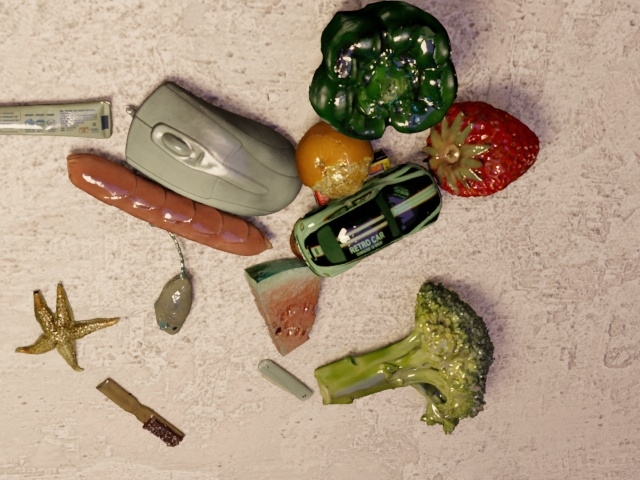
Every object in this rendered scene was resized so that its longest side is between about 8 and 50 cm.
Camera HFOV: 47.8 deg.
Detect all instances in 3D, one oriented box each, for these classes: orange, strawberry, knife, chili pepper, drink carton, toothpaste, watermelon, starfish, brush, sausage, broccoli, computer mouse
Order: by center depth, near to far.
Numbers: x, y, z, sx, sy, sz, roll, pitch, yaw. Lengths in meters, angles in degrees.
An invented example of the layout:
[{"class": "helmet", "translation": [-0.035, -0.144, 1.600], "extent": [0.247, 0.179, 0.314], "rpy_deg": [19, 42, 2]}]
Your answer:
[{"class": "toothpaste", "translation": [-0.507, -0.213, 1.277], "extent": [0.268, 0.047, 0.069], "rpy_deg": [-3, 98, -16]}, {"class": "chili pepper", "translation": [0.108, -0.311, 1.281], "extent": [0.248, 0.257, 0.233], "rpy_deg": [-2, 121, -13]}, {"class": "computer mouse", "translation": [-0.194, -0.153, 1.357], "extent": [0.370, 0.122, 0.188], "rpy_deg": [26, 106, -22]}, {"class": "orange", "translation": [0.030, -0.156, 1.375], "extent": [0.156, 0.134, 0.157], "rpy_deg": [15, 120, 27]}, {"class": "sausage", "translation": [-0.286, -0.058, 1.397], "extent": [0.433, 0.088, 0.088], "rpy_deg": [24, 108, -24]}, {"class": "strawberry", "translation": [0.341, -0.184, 1.458], "extent": [0.244, 0.205, 0.205], "rpy_deg": [-11, 121, -36]}, {"class": "drink carton", "translation": [0.064, -0.121, 1.477], "extent": [0.165, 0.056, 0.071], "rpy_deg": [-21, 126, -4]}, {"class": "starfish", "translation": [-0.523, 0.187, 1.481], "extent": [0.216, 0.050, 0.224], "rpy_deg": [-19, 125, -14]}, {"class": "watermelon", "translation": [-0.075, 0.150, 1.568], "extent": [0.154, 0.094, 0.241], "rpy_deg": [-14, 120, -20]}, {"class": "brush", "translation": [-0.400, 0.391, 1.618], "extent": [0.043, 0.036, 0.248], "rpy_deg": [-40, 119, 2]}, {"class": "broccoli", "translation": [0.205, 0.259, 1.647], "extent": [0.396, 0.275, 0.353], "rpy_deg": [16, 94, -1]}, {"class": "knife", "translation": [-0.084, 0.328, 1.679], "extent": [0.044, 0.023, 0.162], "rpy_deg": [-45, 118, 7]}]

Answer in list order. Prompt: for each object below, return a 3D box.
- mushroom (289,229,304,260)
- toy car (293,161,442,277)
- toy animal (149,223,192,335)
[{"class": "mushroom", "translation": [-0.001, 0.000, 1.504], "extent": [0.126, 0.085, 0.109], "rpy_deg": [15, 82, -7]}, {"class": "toy car", "translation": [0.099, -0.038, 1.404], "extent": [0.305, 0.125, 0.136], "rpy_deg": [-27, 99, 1]}, {"class": "toy animal", "translation": [-0.300, 0.084, 1.475], "extent": [0.079, 0.070, 0.253], "rpy_deg": [-9, 116, -29]}]
